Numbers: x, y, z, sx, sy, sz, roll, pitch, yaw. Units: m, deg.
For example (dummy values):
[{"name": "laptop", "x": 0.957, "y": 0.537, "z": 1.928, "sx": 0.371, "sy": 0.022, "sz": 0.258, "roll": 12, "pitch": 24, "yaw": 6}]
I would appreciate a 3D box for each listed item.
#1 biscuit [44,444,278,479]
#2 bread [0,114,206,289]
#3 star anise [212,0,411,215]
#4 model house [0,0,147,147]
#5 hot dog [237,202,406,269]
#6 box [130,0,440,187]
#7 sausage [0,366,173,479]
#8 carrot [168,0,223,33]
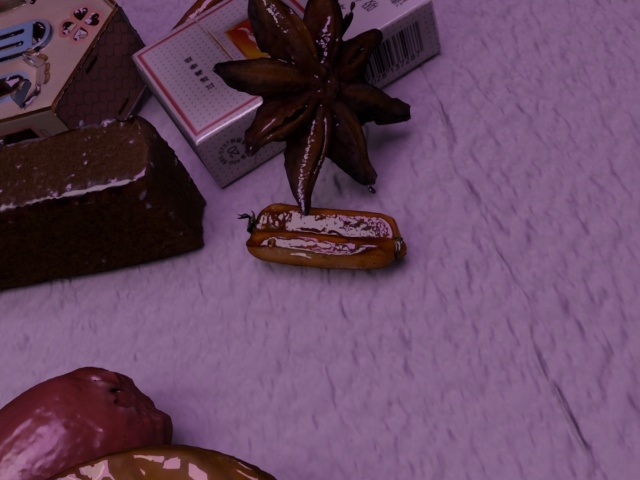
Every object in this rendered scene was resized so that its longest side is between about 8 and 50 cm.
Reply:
[{"name": "biscuit", "x": -0.125, "y": 0.305, "z": 0.643, "sx": 0.297, "sy": 0.102, "sz": 0.296, "roll": 1, "pitch": 76, "yaw": -3}, {"name": "bread", "x": -0.354, "y": -0.026, "z": 0.953, "sx": 0.417, "sy": 0.165, "sz": 0.113, "roll": -11, "pitch": 55, "yaw": 9}, {"name": "star anise", "x": -0.021, "y": -0.160, "z": 0.896, "sx": 0.103, "sy": 0.272, "sz": 0.272, "roll": -3, "pitch": 50, "yaw": 49}, {"name": "model house", "x": -0.348, "y": -0.228, "z": 1.073, "sx": 0.245, "sy": 0.169, "sz": 0.325, "roll": -11, "pitch": 61, "yaw": 7}, {"name": "hot dog", "x": 0.000, "y": 0.000, "z": 0.890, "sx": 0.188, "sy": 0.055, "sz": 0.072, "roll": 7, "pitch": 55, "yaw": 22}, {"name": "box", "x": -0.045, "y": -0.235, "z": 1.050, "sx": 0.330, "sy": 0.095, "sz": 0.210, "roll": -34, "pitch": 52, "yaw": -5}, {"name": "sausage", "x": -0.264, "y": 0.230, "z": 0.752, "sx": 0.280, "sy": 0.152, "sz": 0.152, "roll": -39, "pitch": 53, "yaw": -12}, {"name": "carrot", "x": -0.172, "y": -0.314, "z": 1.180, "sx": 0.216, "sy": 0.048, "sz": 0.048, "roll": -46, "pitch": 55, "yaw": -11}]
